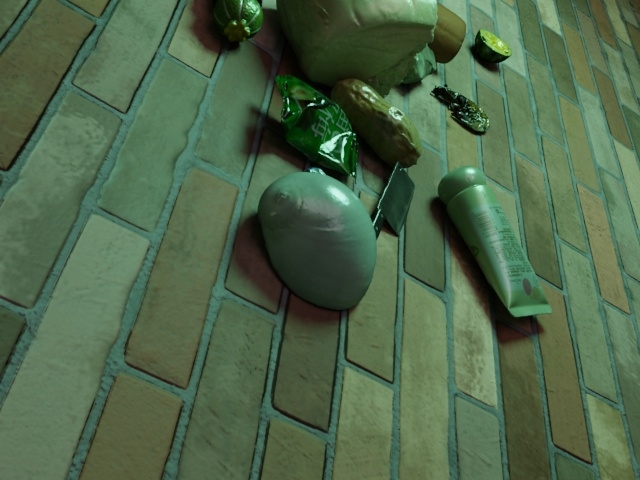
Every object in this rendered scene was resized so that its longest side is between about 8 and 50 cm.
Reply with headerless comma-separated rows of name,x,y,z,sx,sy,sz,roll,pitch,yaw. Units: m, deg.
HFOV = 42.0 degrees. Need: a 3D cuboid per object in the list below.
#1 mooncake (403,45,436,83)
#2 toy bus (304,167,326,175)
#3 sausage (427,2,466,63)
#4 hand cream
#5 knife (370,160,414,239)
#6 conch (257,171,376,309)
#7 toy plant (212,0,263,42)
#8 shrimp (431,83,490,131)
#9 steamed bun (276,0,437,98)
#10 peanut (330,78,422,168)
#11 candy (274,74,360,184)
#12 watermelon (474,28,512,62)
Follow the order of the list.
mooncake,0.191,-0.405,1.802,0.125,0.073,0.130,-38,112,-56
toy bus,0.003,-0.080,1.361,0.083,0.038,0.046,50,33,7
sausage,0.187,-0.511,1.882,0.304,0.121,0.121,23,41,-22
hand cream,0.318,0.003,1.523,0.147,0.093,0.306,2,55,-48
knife,0.123,-0.048,1.443,0.072,0.019,0.245,52,39,-20
conch,0.000,-0.003,1.239,0.221,0.121,0.185,46,66,-3
toy plant,-0.151,-0.424,1.518,0.093,0.093,0.162,20,45,-28
shrimp,0.318,-0.294,1.859,0.161,0.034,0.091,28,40,-20
steamed bun,0.075,-0.450,1.604,0.273,0.272,0.290,-2,52,-43
peanut,0.105,-0.222,1.550,0.214,0.099,0.099,45,37,11
candy,-0.006,-0.194,1.437,0.203,0.078,0.141,37,47,-27
watermelon,0.435,-0.490,2.132,0.105,0.062,0.105,23,35,-17
